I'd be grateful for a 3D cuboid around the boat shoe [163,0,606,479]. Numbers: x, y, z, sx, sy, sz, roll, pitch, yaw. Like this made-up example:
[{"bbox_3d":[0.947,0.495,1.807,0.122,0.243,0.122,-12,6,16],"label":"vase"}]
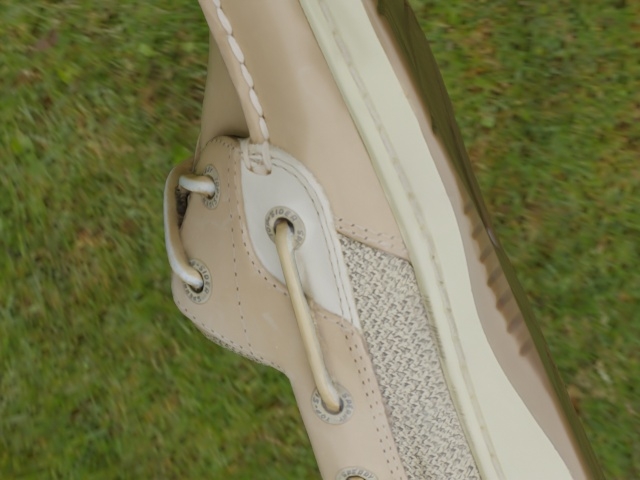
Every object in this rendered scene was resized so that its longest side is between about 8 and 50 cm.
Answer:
[{"bbox_3d":[0.000,0.000,0.594,0.110,0.121,0.341,-22,100,9],"label":"boat shoe"}]
